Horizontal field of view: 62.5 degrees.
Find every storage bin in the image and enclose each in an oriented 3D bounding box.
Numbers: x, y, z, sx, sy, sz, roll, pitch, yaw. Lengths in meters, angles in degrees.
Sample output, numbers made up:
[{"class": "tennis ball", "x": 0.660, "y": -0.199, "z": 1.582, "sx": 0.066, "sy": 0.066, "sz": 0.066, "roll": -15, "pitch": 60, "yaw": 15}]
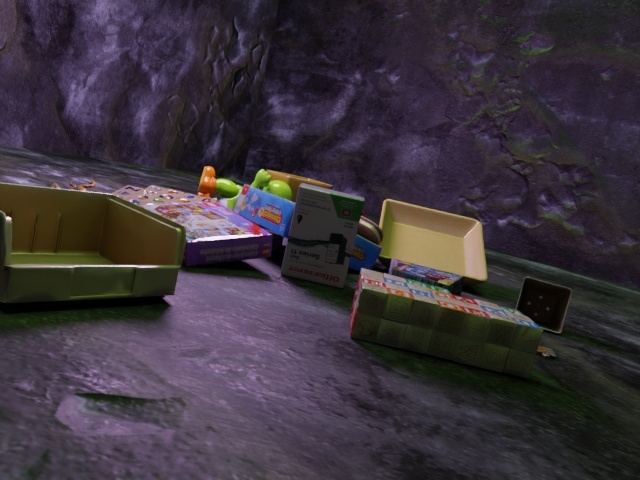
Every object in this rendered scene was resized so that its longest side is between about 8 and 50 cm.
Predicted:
[{"class": "storage bin", "x": -0.387, "y": 0.001, "z": 0.803, "sx": 0.260, "sy": 0.123, "sz": 0.262, "roll": 19, "pitch": 10, "yaw": 39}]

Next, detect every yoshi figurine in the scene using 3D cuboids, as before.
[{"class": "yoshi figurine", "x": -0.251, "y": -0.158, "z": 1.879, "sx": 0.361, "sy": 0.203, "sz": 0.203, "roll": 14, "pitch": 1, "yaw": -13}]

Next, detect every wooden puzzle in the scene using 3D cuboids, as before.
[{"class": "wooden puzzle", "x": 0.435, "y": 0.216, "z": 1.040, "sx": 0.049, "sy": 0.006, "sz": 0.083, "roll": 15, "pitch": 8, "yaw": 15}]

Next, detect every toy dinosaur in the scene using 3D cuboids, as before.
[{"class": "toy dinosaur", "x": -0.680, "y": -0.132, "z": 1.528, "sx": 0.211, "sy": 0.064, "sz": 0.112, "roll": 6, "pitch": 23, "yaw": 21}]

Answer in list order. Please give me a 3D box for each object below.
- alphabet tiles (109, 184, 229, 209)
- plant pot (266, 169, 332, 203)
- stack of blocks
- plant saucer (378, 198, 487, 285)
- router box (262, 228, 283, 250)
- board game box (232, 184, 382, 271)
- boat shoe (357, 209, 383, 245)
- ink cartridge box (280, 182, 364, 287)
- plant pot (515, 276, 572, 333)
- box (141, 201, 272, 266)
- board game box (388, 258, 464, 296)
[{"class": "alphabet tiles", "x": -0.467, "y": -0.110, "z": 1.625, "sx": 0.342, "sy": 0.011, "sz": 0.285, "roll": 13, "pitch": 20, "yaw": 1}, {"class": "plant pot", "x": -0.107, "y": -0.167, "z": 2.157, "sx": 0.212, "sy": 0.187, "sz": 0.212, "roll": 9, "pitch": 9, "yaw": -32}, {"class": "stack of blocks", "x": 0.205, "y": 0.138, "z": 0.925, "sx": 0.296, "sy": 0.087, "sz": 0.171, "roll": 13, "pitch": 8, "yaw": 2}, {"class": "plant saucer", "x": 0.339, "y": 0.017, "z": 1.652, "sx": 0.332, "sy": 0.081, "sz": 0.333, "roll": 13, "pitch": 36, "yaw": 4}, {"class": "router box", "x": -0.205, "y": -0.009, "z": 1.418, "sx": 0.133, "sy": 0.046, "sz": 0.178, "roll": 18, "pitch": 10, "yaw": 31}, {"class": "board game box", "x": -0.042, "y": -0.032, "z": 1.447, "sx": 0.308, "sy": 0.086, "sz": 0.301, "roll": 25, "pitch": -1, "yaw": -36}, {"class": "boat shoe", "x": 0.091, "y": -0.066, "z": 1.633, "sx": 0.123, "sy": 0.123, "sz": 0.342, "roll": -34, "pitch": 27, "yaw": -22}, {"class": "ink cartridge box", "x": 0.004, "y": -0.011, "z": 1.203, "sx": 0.152, "sy": 0.209, "sz": 0.087, "roll": 12, "pitch": 11, "yaw": 0}, {"class": "plant pot", "x": 0.535, "y": 0.158, "z": 1.285, "sx": 0.109, "sy": 0.109, "sz": 0.096, "roll": 16, "pitch": -4, "yaw": 18}, {"class": "box", "x": -0.270, "y": -0.023, "z": 1.221, "sx": 0.200, "sy": 0.057, "sz": 0.293, "roll": -6, "pitch": 21, "yaw": -35}, {"class": "board game box", "x": 0.251, "y": 0.101, "z": 1.347, "sx": 0.194, "sy": 0.060, "sz": 0.194, "roll": 16, "pitch": 9, "yaw": 25}]
